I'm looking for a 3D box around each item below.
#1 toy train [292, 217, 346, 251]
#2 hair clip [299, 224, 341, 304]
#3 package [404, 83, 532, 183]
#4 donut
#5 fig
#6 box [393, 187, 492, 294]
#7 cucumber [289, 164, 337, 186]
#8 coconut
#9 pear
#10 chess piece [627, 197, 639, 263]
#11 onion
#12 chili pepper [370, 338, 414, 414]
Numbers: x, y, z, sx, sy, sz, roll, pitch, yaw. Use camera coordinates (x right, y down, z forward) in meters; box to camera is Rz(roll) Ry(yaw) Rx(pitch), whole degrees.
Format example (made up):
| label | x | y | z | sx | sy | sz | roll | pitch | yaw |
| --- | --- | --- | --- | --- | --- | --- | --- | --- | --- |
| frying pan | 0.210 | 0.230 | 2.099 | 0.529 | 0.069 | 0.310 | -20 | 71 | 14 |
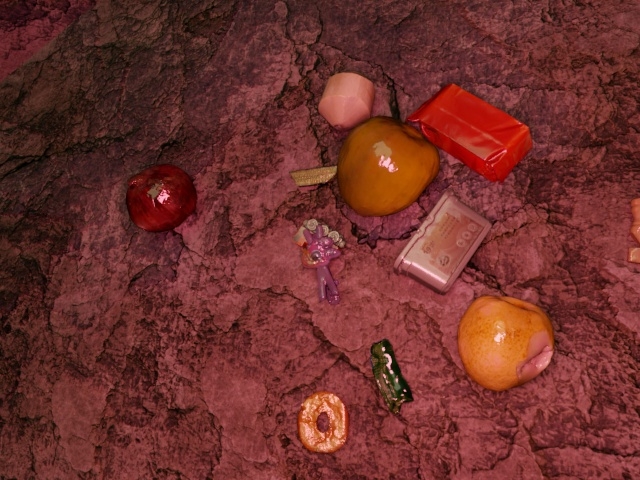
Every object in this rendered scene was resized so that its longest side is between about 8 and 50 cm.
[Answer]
| label | x | y | z | sx | sy | sz | roll | pitch | yaw |
| --- | --- | --- | --- | --- | --- | --- | --- | --- | --- |
| toy train | 0.000 | 0.000 | 1.666 | 0.176 | 0.074 | 0.118 | 32 | 92 | 19 |
| hair clip | 0.012 | 0.081 | 1.576 | 0.137 | 0.090 | 0.278 | -19 | 83 | 13 |
| package | 0.504 | -0.382 | 1.624 | 0.196 | 0.123 | 0.423 | -46 | 66 | -6 |
| donut | 0.013 | 0.560 | 1.457 | 0.162 | 0.065 | 0.178 | 5 | 71 | 13 |
| fig | 0.207 | -0.230 | 1.560 | 0.343 | 0.343 | 0.343 | -6 | 69 | 15 |
| box | 0.392 | 0.015 | 1.495 | 0.182 | 0.175 | 0.312 | 34 | 83 | 15 |
| cucumber | -0.009 | -0.236 | 1.767 | 0.220 | 0.046 | 0.070 | -7 | 71 | 16 |
| coconut | 0.098 | -0.505 | 1.749 | 0.202 | 0.202 | 0.222 | 10 | 72 | 20 |
| pear | 0.509 | 0.284 | 1.313 | 0.271 | 0.271 | 0.271 | -6 | 69 | 15 |
| chess piece | 0.959 | -0.022 | 1.385 | 0.090 | 0.090 | 0.200 | 5 | 83 | 18 |
| onion | -0.616 | -0.167 | 1.807 | 0.276 | 0.276 | 0.276 | -6 | 69 | 15 |
| chili pepper | 0.213 | 0.417 | 1.450 | 0.098 | 0.061 | 0.224 | -28 | 68 | 21 |
